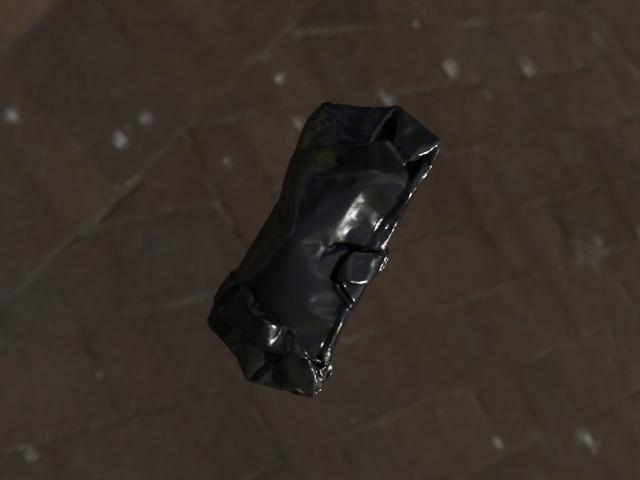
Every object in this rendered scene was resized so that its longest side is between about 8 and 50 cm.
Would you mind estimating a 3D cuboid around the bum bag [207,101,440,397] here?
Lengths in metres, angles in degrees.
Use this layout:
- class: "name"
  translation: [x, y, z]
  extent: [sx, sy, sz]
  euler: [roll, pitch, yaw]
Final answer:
- class: "bum bag"
  translation: [0.000, 0.000, 1.154]
  extent: [0.087, 0.197, 0.049]
  euler: [27, -3, 6]
